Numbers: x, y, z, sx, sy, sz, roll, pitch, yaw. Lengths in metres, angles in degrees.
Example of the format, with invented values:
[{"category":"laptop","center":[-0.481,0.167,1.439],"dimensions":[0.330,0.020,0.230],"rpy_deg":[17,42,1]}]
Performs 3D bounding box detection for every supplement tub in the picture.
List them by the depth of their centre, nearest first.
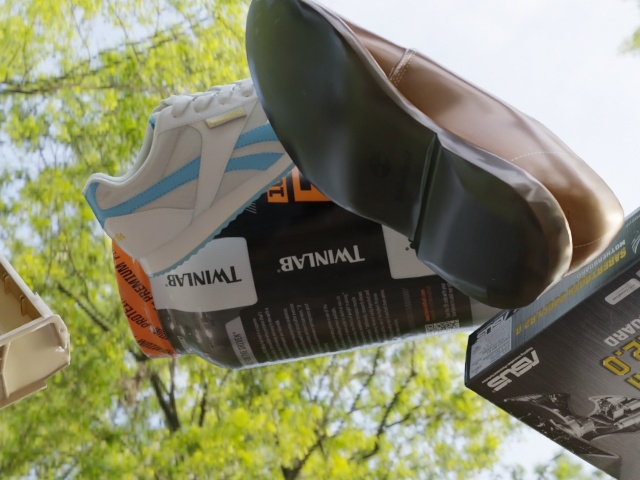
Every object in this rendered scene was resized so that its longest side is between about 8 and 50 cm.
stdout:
[{"category":"supplement tub","center":[0.000,0.000,0.955],"dimensions":[0.338,0.207,0.207],"rpy_deg":[-10,-58,4]}]

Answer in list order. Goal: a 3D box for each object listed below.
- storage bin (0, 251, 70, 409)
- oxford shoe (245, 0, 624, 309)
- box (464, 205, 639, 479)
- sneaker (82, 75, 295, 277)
[{"category":"storage bin","center":[-0.446,0.078,1.154],"dimensions":[0.260,0.262,0.123],"rpy_deg":[-26,-34,-32]},{"category":"oxford shoe","center":[0.043,-0.050,0.480],"dimensions":[0.076,0.212,0.076],"rpy_deg":[-21,-39,-36]},{"category":"box","center":[0.245,0.075,0.765],"dimensions":[0.183,0.056,0.231],"rpy_deg":[34,-51,-17]},{"category":"sneaker","center":[-0.071,-0.079,0.789],"dimensions":[0.228,0.087,0.092],"rpy_deg":[-44,-72,-6]}]
